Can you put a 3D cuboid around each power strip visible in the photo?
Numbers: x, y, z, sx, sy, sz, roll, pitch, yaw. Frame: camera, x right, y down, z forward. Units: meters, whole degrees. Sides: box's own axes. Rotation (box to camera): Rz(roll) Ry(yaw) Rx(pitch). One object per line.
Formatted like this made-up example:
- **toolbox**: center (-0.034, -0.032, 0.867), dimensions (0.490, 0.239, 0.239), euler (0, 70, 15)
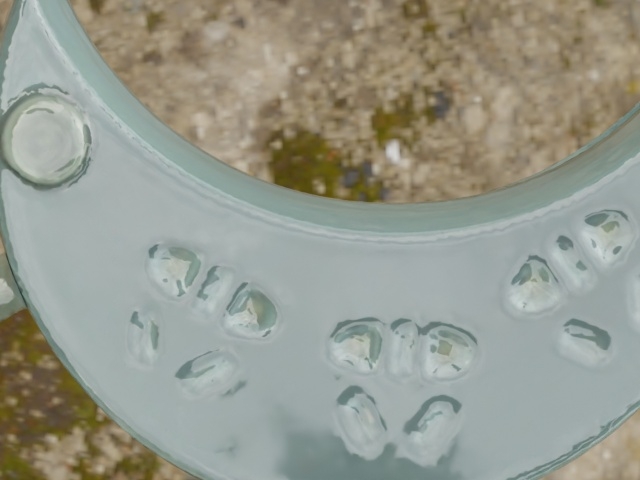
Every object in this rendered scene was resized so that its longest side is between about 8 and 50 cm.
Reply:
- **power strip**: center (0.000, 0.000, 0.493), dimensions (0.253, 0.054, 0.168), euler (1, 98, 0)
